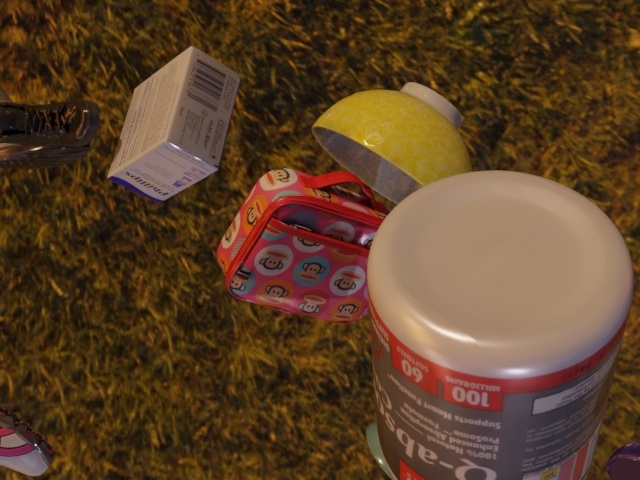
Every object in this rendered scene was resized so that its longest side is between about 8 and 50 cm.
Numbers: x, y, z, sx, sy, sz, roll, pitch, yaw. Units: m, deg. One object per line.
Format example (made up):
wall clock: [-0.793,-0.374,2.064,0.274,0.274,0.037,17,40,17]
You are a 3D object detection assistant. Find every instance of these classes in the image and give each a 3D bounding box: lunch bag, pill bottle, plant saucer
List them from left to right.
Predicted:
lunch bag: [0.000,0.000,1.569,0.293,0.120,0.258,16,121,-31]
plant saucer: [0.108,0.261,1.153,0.119,0.119,0.021,29,113,-28]
pill bottle: [0.153,0.132,0.861,0.210,0.210,0.363,-18,137,-10]

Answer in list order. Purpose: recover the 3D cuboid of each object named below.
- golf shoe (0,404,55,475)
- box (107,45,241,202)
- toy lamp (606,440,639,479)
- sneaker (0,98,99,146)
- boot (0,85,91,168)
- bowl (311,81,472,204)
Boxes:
golf shoe: [-0.329,0.177,0.860,0.186,0.067,0.086,43,71,-35]
box: [-0.165,-0.127,1.063,0.072,0.137,0.126,27,60,-31]
toy lamp: [0.331,0.096,0.799,0.275,0.080,0.080,-54,125,-29]
sneaker: [-0.329,-0.132,1.075,0.089,0.170,0.051,1,87,-43]
boot: [-0.459,-0.208,1.289,0.118,0.338,0.223,-1,91,-62]
bowl: [0.146,-0.164,1.555,0.289,0.289,0.156,38,83,-29]
